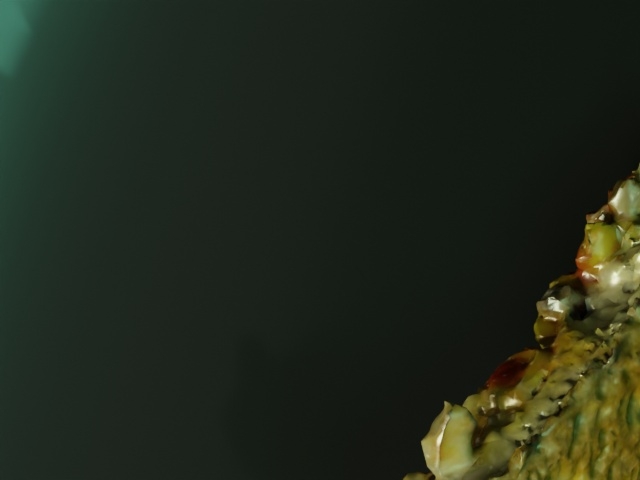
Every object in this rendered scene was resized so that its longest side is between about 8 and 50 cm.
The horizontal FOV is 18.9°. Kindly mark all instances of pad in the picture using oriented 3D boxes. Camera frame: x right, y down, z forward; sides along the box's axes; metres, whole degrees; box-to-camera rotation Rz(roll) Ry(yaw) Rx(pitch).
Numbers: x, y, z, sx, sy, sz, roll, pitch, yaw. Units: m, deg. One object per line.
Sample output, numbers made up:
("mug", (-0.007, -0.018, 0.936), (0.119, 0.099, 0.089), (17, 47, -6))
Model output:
("pad", (0.000, 0.000, 0.566), (0.247, 0.007, 0.367), (42, 76, -27))

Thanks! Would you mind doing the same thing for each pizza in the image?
("pizza", (0.106, 0.034, 0.595), (0.188, 0.062, 0.199), (30, 75, -42))
